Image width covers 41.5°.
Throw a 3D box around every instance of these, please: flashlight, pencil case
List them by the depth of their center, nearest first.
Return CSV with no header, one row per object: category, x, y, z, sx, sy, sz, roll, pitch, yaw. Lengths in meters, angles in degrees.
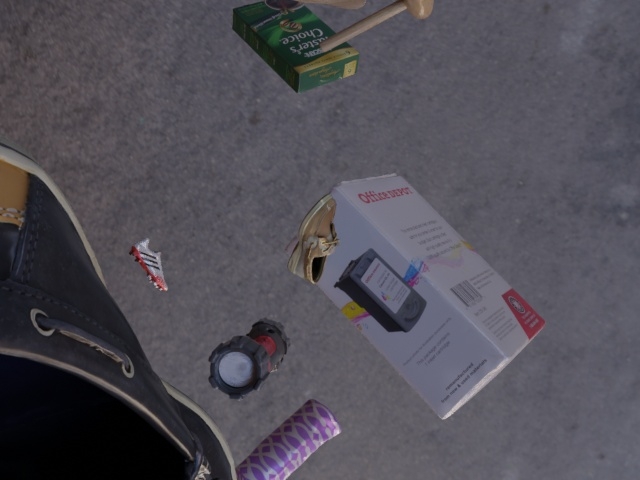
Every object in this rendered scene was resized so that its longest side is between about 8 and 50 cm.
pencil case,-0.056,0.369,1.465,0.206,0.086,0.088,-40,111,-23
flashlight,-0.119,0.198,1.514,0.103,0.304,0.103,27,99,3

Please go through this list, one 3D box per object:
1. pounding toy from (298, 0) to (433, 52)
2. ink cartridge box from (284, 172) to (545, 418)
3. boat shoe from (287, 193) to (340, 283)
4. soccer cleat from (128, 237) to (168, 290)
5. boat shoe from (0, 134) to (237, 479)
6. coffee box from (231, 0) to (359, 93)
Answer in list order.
pounding toy,0.000,-0.334,1.010,0.154,0.269,0.155,72,33,-61
ink cartridge box,0.134,0.063,1.143,0.131,0.306,0.226,-51,163,23
boat shoe,0.000,0.000,1.018,0.050,0.045,0.135,-39,160,-37
soccer cleat,-0.230,0.034,1.169,0.035,0.029,0.083,-41,116,-18
boat shoe,-0.165,0.153,0.567,0.186,0.156,0.500,-18,137,-6
coffee box,-0.038,-0.298,1.262,0.113,0.184,0.040,-23,145,-27
